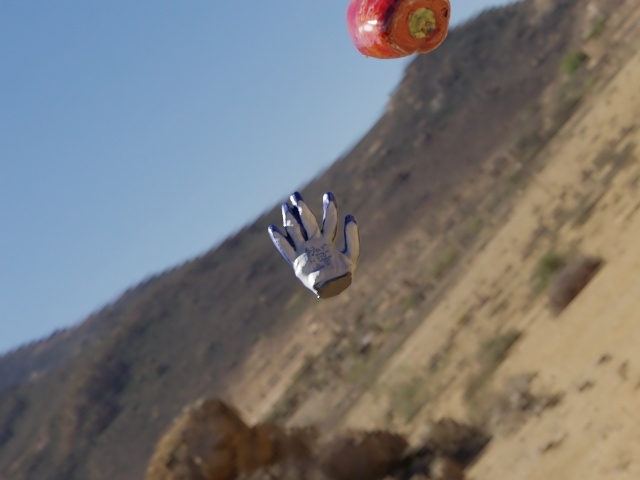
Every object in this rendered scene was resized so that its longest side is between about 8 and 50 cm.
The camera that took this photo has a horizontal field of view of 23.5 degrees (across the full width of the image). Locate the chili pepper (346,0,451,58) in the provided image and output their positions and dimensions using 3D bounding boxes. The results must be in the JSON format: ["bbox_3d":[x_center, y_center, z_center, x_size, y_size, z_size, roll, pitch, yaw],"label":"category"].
[{"bbox_3d":[0.061,-0.181,1.228,0.073,0.070,0.123,-14,12,-11],"label":"chili pepper"}]

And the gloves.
[{"bbox_3d":[0.000,0.000,1.191,0.064,0.086,0.026,-30,-20,-6],"label":"gloves"}]
